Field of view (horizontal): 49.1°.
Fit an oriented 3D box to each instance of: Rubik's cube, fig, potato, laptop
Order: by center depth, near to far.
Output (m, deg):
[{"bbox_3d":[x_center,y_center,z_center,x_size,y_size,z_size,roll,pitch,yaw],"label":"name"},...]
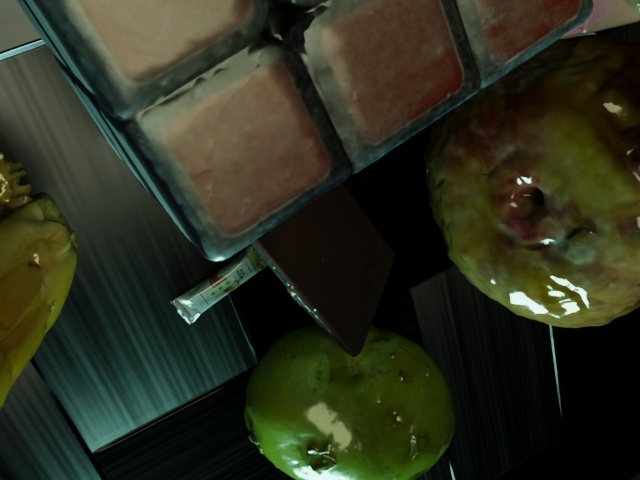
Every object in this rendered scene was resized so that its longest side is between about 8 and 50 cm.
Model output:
[{"bbox_3d":[-0.059,-0.223,0.458,0.305,0.301,0.303,-32,122,-11],"label":"Rubik's cube"},{"bbox_3d":[0.000,0.000,0.698,0.207,0.026,0.153,51,46,-33],"label":"laptop"},{"bbox_3d":[0.279,-0.077,0.766,0.369,0.286,0.286,-26,129,-59],"label":"fig"},{"bbox_3d":[0.033,0.183,0.777,0.253,0.149,0.186,29,71,-27],"label":"potato"}]

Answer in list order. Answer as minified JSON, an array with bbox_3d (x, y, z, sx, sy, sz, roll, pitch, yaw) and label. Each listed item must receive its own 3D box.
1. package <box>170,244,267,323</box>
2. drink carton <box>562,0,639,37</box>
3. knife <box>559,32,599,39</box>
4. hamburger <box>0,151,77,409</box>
[{"bbox_3d":[-0.100,0.042,0.722,0.110,0.015,0.037,-37,128,-7],"label":"package"},{"bbox_3d":[0.209,-0.331,0.631,0.108,0.161,0.270,-17,118,-21],"label":"drink carton"},{"bbox_3d":[0.361,-0.203,0.853,0.244,0.032,0.058,25,100,-29],"label":"knife"},{"bbox_3d":[-0.297,0.085,0.459,0.158,0.318,0.318,42,89,-22],"label":"hamburger"}]
